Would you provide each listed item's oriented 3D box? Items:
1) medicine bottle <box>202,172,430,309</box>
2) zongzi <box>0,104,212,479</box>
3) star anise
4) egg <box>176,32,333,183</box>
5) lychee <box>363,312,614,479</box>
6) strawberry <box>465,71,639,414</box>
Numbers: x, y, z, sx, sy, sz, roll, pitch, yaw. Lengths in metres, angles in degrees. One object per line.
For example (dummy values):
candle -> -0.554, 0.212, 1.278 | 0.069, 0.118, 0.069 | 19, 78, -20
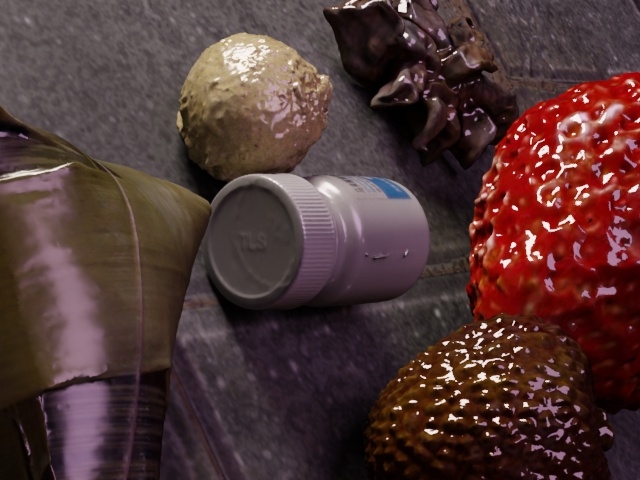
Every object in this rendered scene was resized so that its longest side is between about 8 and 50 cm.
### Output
medicine bottle -> 0.000, 0.000, 1.248 | 0.168, 0.105, 0.105 | -2, 61, -52
zongzi -> -0.120, 0.076, 0.997 | 0.317, 0.154, 0.289 | 9, 61, -55
star anise -> 0.111, -0.172, 1.559 | 0.220, 0.099, 0.214 | -21, 86, -57
egg -> -0.053, -0.103, 1.269 | 0.118, 0.116, 0.140 | 15, 44, -12
lychee -> 0.131, 0.153, 1.203 | 0.194, 0.194, 0.194 | 32, 38, -30
strawberry -> 0.265, 0.020, 1.411 | 0.292, 0.292, 0.310 | 37, 29, -24
